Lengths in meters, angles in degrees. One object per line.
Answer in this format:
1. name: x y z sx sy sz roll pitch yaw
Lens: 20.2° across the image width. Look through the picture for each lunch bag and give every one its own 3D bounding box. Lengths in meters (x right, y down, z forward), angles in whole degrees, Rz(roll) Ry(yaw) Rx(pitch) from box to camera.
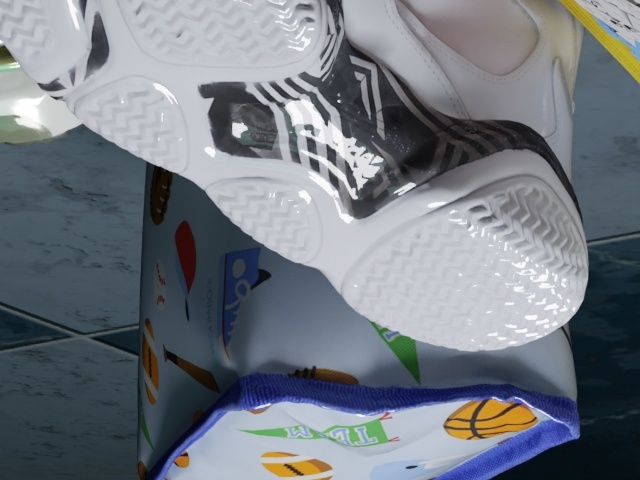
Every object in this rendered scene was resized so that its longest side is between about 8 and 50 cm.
1. lunch bag: 0.000 0.000 1.101 0.239 0.328 0.385 8 158 -17

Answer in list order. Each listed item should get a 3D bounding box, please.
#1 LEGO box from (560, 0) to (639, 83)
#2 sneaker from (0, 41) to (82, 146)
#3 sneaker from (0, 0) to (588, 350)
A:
1. LEGO box: 0.362 -0.058 0.856 0.372 0.193 0.500 34 -178 35
2. sneaker: -0.304 -0.170 0.975 0.410 0.158 0.182 2 130 1
3. sneaker: -0.004 -0.120 0.809 0.137 0.210 0.366 -22 132 37
